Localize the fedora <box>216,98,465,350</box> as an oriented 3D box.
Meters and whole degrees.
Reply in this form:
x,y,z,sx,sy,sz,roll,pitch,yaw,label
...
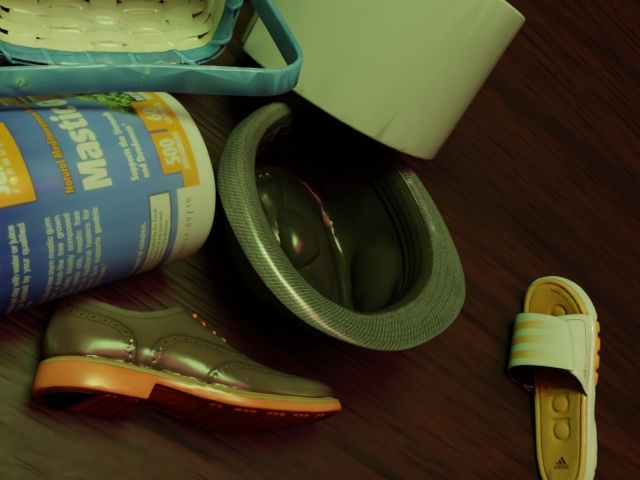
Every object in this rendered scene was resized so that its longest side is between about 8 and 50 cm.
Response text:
x,y,z,sx,sy,sz,roll,pitch,yaw,label
0.000,0.000,0.732,0.243,0.124,0.275,-27,80,-42,fedora

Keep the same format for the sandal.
x,y,z,sx,sy,sz,roll,pitch,yaw,label
0.270,0.163,0.875,0.076,0.102,0.265,16,65,-33,sandal

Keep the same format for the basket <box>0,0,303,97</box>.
x,y,z,sx,sy,sz,roll,pitch,yaw,label
-0.165,-0.219,0.623,0.254,0.201,0.289,-2,46,-20,basket

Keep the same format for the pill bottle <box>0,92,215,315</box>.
x,y,z,sx,sy,sz,roll,pitch,yaw,label
-0.230,-0.026,0.561,0.272,0.152,0.152,-18,83,-40,pill bottle

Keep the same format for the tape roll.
x,y,z,sx,sy,sz,roll,pitch,yaw,label
0.062,-0.219,0.767,0.246,0.169,0.246,29,19,-11,tape roll

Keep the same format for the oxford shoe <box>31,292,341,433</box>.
x,y,z,sx,sy,sz,roll,pitch,yaw,label
-0.099,0.105,0.641,0.271,0.097,0.098,17,56,-29,oxford shoe
